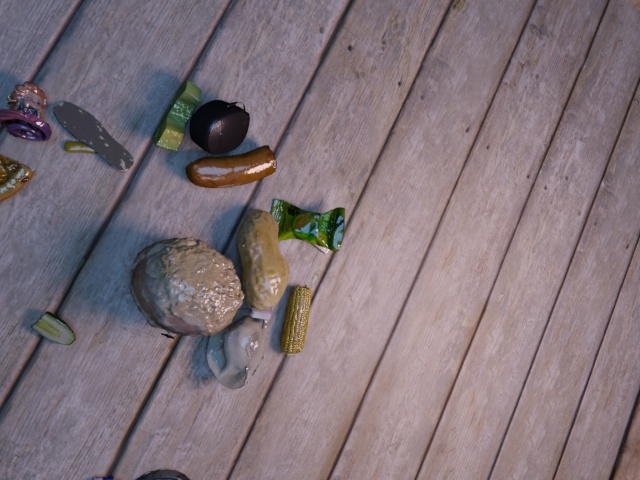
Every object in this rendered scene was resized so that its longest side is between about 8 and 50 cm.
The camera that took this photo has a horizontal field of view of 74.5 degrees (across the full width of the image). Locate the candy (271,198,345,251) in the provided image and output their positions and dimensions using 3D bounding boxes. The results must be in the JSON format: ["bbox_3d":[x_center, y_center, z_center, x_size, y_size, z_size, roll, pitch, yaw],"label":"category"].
[{"bbox_3d":[-0.046,-0.052,1.364,0.247,0.069,0.148,10,79,-2],"label":"candy"}]

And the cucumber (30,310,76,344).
[{"bbox_3d":[-0.718,0.242,1.151,0.067,0.035,0.107,-45,106,5],"label":"cucumber"}]

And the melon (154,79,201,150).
[{"bbox_3d":[-0.409,-0.359,1.218,0.064,0.118,0.209,28,93,-31],"label":"melon"}]

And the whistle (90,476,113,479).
[{"bbox_3d":[-0.609,0.689,1.198,0.083,0.029,0.033,17,121,-14],"label":"whistle"}]

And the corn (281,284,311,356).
[{"bbox_3d":[-0.078,0.259,1.358,0.080,0.080,0.238,10,88,-19],"label":"corn"}]

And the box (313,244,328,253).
[{"bbox_3d":[0.000,0.000,1.412,0.083,0.024,0.054,37,77,-15],"label":"box"}]

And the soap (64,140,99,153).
[{"bbox_3d":[-0.666,-0.261,1.177,0.089,0.012,0.034,-2,88,-20],"label":"soap"}]

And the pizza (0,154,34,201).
[{"bbox_3d":[-0.854,-0.176,1.087,0.182,0.062,0.161,-23,92,-16],"label":"pizza"}]

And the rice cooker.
[{"bbox_3d":[-0.291,-0.334,1.227,0.118,0.142,0.203,29,36,12],"label":"rice cooker"}]

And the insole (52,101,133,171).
[{"bbox_3d":[-0.633,-0.291,1.183,0.248,0.011,0.081,45,63,-12],"label":"insole"}]

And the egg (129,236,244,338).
[{"bbox_3d":[-0.370,0.126,1.161,0.310,0.279,0.279,35,79,-13],"label":"egg"}]

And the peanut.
[{"bbox_3d":[-0.177,0.053,1.275,0.149,0.149,0.313,-8,75,-20],"label":"peanut"}]

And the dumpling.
[{"bbox_3d":[-0.256,0.314,1.274,0.173,0.142,0.247,13,66,8],"label":"dumpling"}]

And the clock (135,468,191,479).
[{"bbox_3d":[-0.475,0.794,1.235,0.226,0.049,0.225,0,91,-21],"label":"clock"}]

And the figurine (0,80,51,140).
[{"bbox_3d":[-0.773,-0.335,1.098,0.114,0.126,0.156,-28,71,22],"label":"figurine"}]

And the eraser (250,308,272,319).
[{"bbox_3d":[-0.186,0.195,1.308,0.065,0.105,0.026,11,125,-18],"label":"eraser"}]

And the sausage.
[{"bbox_3d":[-0.267,-0.217,1.277,0.271,0.109,0.108,-13,95,-20],"label":"sausage"}]
